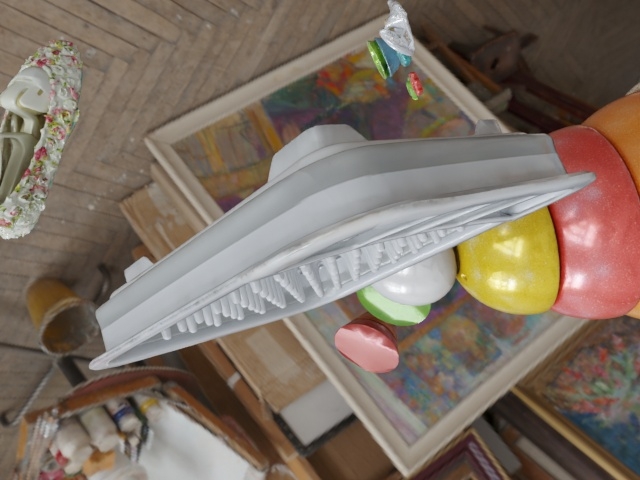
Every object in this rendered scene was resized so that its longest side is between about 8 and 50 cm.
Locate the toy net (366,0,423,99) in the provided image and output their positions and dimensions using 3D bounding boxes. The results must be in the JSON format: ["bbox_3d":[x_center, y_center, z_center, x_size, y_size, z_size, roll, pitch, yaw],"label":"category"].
[{"bbox_3d":[0.112,-0.276,1.063,0.045,0.122,0.232,-24,176,4],"label":"toy net"}]

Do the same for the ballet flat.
[{"bbox_3d":[-0.328,-0.120,0.795,0.077,0.091,0.241,25,75,-67],"label":"ballet flat"}]

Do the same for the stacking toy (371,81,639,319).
[{"bbox_3d":[0.290,-0.016,0.965,0.479,0.351,0.351,-10,134,-4],"label":"stacking toy"}]

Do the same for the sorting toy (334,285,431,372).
[{"bbox_3d":[0.132,0.073,1.203,0.126,0.127,0.366,-56,170,-45],"label":"sorting toy"}]

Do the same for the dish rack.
[{"bbox_3d":[0.000,0.000,0.527,0.285,0.072,0.332,-12,167,-45],"label":"dish rack"}]
